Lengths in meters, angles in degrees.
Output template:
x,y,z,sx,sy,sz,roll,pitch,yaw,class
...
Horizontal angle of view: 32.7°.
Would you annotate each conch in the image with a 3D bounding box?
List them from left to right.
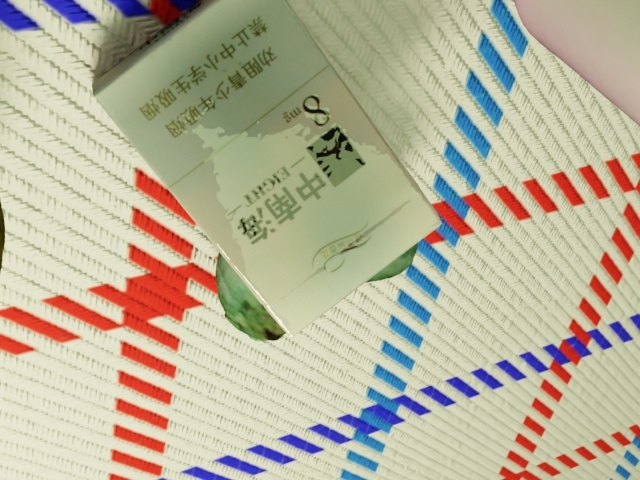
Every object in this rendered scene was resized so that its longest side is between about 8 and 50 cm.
x,y,z,sx,sy,sz,roll,pitch,yaw,class
-0.004,-0.001,0.974,0.188,0.121,0.176,-30,-173,-23,conch

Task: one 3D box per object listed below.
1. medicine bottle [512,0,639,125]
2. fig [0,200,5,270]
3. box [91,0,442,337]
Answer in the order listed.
x,y,z,sx,sy,sz,roll,pitch,yaw,class
0.263,-0.193,0.765,0.219,0.388,0.219,-22,140,-21,medicine bottle
-0.264,0.043,0.639,0.217,0.321,0.217,-24,138,-24,fig
-0.038,-0.064,0.825,0.155,0.067,0.243,-36,110,1,box
